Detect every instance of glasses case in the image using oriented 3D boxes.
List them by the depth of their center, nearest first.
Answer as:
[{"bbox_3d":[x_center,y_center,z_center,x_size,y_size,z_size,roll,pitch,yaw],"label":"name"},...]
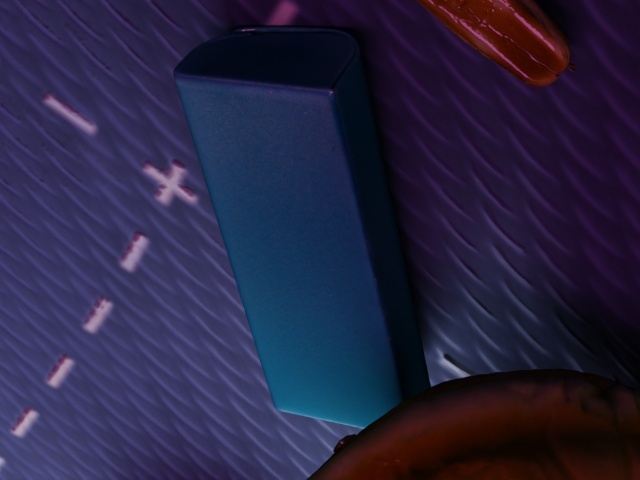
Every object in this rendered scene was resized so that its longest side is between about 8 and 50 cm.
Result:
[{"bbox_3d":[-0.001,-0.001,1.015,0.117,0.070,0.301,9,135,25],"label":"glasses case"}]

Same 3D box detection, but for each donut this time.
[{"bbox_3d":[0.132,0.289,1.045,0.448,0.198,0.449,-4,117,-7],"label":"donut"}]

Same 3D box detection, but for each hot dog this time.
[{"bbox_3d":[0.093,-0.137,0.867,0.133,0.041,0.056,40,134,-4],"label":"hot dog"}]
